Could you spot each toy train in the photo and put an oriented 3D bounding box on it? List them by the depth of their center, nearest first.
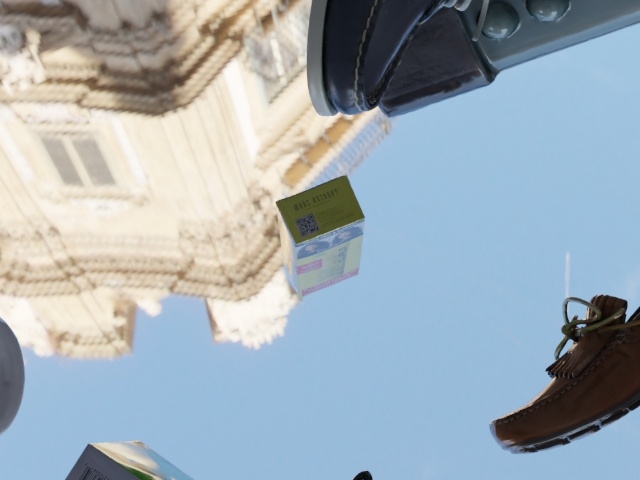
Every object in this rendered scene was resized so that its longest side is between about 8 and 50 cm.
[{"bbox_3d":[0.163,-0.205,0.908,0.333,0.142,0.190,-16,-149,23],"label":"toy train"}]

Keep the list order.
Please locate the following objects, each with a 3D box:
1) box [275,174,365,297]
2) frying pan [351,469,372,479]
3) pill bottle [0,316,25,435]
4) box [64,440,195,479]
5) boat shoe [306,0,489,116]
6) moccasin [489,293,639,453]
[{"bbox_3d":[0.000,0.000,1.417,0.087,0.232,0.058,-21,-105,-7],"label":"box"},{"bbox_3d":[-0.007,0.402,1.328,0.326,0.053,0.197,-38,-124,-19],"label":"frying pan"},{"bbox_3d":[-0.588,0.196,1.686,0.333,0.188,0.188,-8,-125,27],"label":"pill bottle"},{"bbox_3d":[-0.113,0.315,0.906,0.262,0.127,0.231,31,-91,13],"label":"box"},{"bbox_3d":[0.064,-0.176,0.681,0.079,0.095,0.255,17,-113,14],"label":"boat shoe"},{"bbox_3d":[0.349,0.111,1.421,0.380,0.139,0.147,-37,-99,3],"label":"moccasin"}]
